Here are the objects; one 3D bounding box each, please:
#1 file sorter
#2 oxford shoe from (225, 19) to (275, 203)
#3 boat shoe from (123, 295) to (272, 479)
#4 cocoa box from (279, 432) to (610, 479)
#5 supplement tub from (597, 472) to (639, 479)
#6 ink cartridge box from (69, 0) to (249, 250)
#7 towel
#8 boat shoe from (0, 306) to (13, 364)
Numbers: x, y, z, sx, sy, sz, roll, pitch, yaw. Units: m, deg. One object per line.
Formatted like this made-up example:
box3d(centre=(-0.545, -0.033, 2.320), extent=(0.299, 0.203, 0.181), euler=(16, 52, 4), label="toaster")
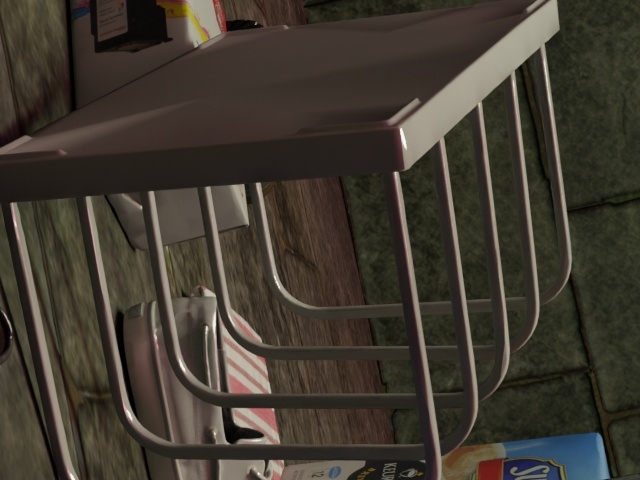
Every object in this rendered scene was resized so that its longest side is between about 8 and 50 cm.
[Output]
box3d(centre=(0.000, 0.000, 0.845), extent=(0.277, 0.192, 0.173), euler=(-43, 127, -63), label="file sorter")
box3d(centre=(-0.056, -0.087, 1.434), extent=(0.227, 0.082, 0.096), euler=(-93, 174, -56), label="oxford shoe")
box3d(centre=(-0.060, 0.119, 0.989), extent=(0.066, 0.063, 0.184), euler=(-49, 127, -84), label="boat shoe")
box3d(centre=(0.101, 0.333, 1.146), extent=(0.231, 0.228, 0.347), euler=(-67, 148, -71), label="cocoa box")
box3d(centre=(0.085, 0.222, 0.796), extent=(0.207, 0.338, 0.207), euler=(-12, 90, -84), label="supplement tub")
box3d(centre=(-0.097, -0.102, 1.054), extent=(0.127, 0.072, 0.175), euler=(71, 9, -55), label="ink cartridge box")
box3d(centre=(-0.055, 0.139, 1.220), extent=(0.144, 0.029, 0.197), euler=(57, 21, -69), label="towel")
box3d(centre=(-0.131, 0.029, 0.564), extent=(0.125, 0.038, 0.046), euler=(55, 23, -77), label="boat shoe")
